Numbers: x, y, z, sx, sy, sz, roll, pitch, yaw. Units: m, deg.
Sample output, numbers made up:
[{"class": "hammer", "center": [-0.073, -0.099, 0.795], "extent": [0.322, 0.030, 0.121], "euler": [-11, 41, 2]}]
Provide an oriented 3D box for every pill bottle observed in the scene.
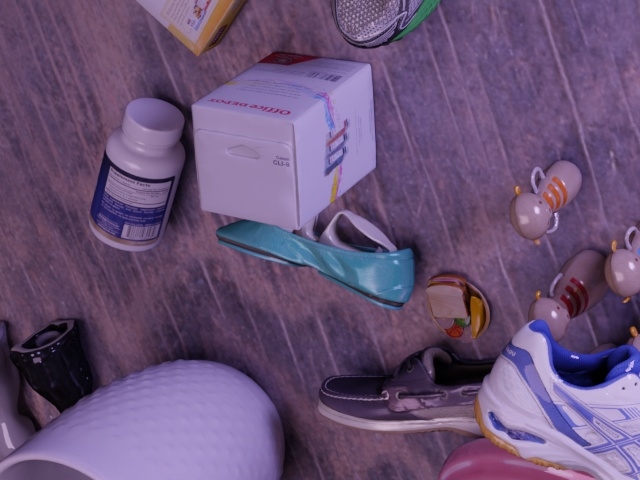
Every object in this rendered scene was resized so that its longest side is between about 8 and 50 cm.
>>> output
[{"class": "pill bottle", "center": [-0.211, -0.079, 2.014], "extent": [0.094, 0.094, 0.169], "euler": [30, 126, 16]}]

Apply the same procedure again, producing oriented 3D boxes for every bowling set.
[{"class": "bowling set", "center": [0.308, 0.054, 1.717], "extent": [0.200, 0.154, 0.287], "euler": [-8, 110, 35]}]

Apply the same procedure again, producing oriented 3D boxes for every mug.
[{"class": "mug", "center": [-0.198, 0.334, 2.070], "extent": [0.276, 0.328, 0.374], "euler": [17, 122, 25]}]

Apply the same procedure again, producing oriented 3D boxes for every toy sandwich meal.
[{"class": "toy sandwich meal", "center": [0.150, 0.077, 1.909], "extent": [0.086, 0.029, 0.085], "euler": [14, 121, 26]}]

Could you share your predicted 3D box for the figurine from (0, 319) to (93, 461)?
[{"class": "figurine", "center": [-0.383, 0.217, 2.287], "extent": [0.215, 0.092, 0.209], "euler": [-2, 116, 34]}]

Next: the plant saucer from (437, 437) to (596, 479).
[{"class": "plant saucer", "center": [0.271, 0.338, 1.848], "extent": [0.332, 0.084, 0.332], "euler": [21, 149, 14]}]

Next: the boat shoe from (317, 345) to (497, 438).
[{"class": "boat shoe", "center": [0.129, 0.163, 1.927], "extent": [0.285, 0.103, 0.092], "euler": [2, 110, 27]}]

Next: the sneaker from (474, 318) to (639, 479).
[{"class": "sneaker", "center": [0.303, 0.175, 1.653], "extent": [0.297, 0.112, 0.131], "euler": [20, 113, -6]}]

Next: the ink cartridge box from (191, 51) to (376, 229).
[{"class": "ink cartridge box", "center": [-0.037, -0.110, 1.835], "extent": [0.128, 0.176, 0.127], "euler": [12, 119, 28]}]

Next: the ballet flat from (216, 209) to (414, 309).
[{"class": "ballet flat", "center": [0.000, 0.000, 1.944], "extent": [0.247, 0.083, 0.087], "euler": [20, 99, 22]}]

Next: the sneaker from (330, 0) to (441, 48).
[{"class": "sneaker", "center": [0.072, -0.336, 1.670], "extent": [0.134, 0.146, 0.343], "euler": [29, 127, 17]}]

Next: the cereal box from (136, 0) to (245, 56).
[{"class": "cereal box", "center": [-0.172, -0.343, 1.883], "extent": [0.240, 0.047, 0.173], "euler": [43, 129, 6]}]
